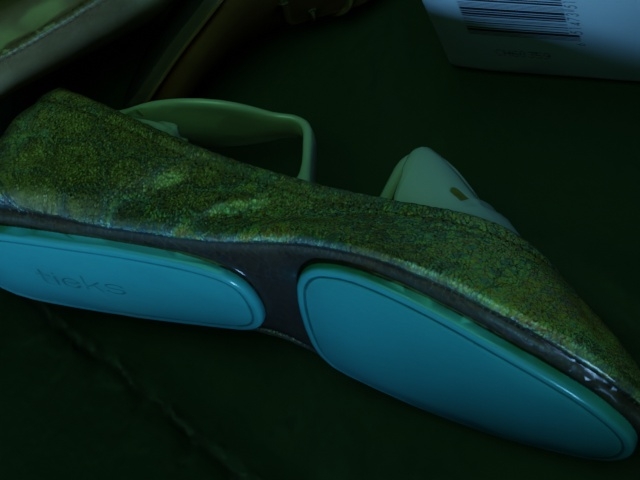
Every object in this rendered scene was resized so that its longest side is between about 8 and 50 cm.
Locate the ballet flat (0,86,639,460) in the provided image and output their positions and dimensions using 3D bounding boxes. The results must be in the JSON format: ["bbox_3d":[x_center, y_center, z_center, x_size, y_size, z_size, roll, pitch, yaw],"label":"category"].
[{"bbox_3d":[0.000,0.000,0.862,0.348,0.123,0.123,15,78,17],"label":"ballet flat"}]

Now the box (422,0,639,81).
[{"bbox_3d":[0.137,-0.156,0.832,0.182,0.181,0.119,5,76,15],"label":"box"}]

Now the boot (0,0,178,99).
[{"bbox_3d":[-0.229,-0.092,0.949,0.269,0.089,0.236,-36,38,-15],"label":"boot"}]

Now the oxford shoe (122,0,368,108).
[{"bbox_3d":[-0.014,-0.131,0.926,0.076,0.076,0.212,42,99,-19],"label":"oxford shoe"}]
